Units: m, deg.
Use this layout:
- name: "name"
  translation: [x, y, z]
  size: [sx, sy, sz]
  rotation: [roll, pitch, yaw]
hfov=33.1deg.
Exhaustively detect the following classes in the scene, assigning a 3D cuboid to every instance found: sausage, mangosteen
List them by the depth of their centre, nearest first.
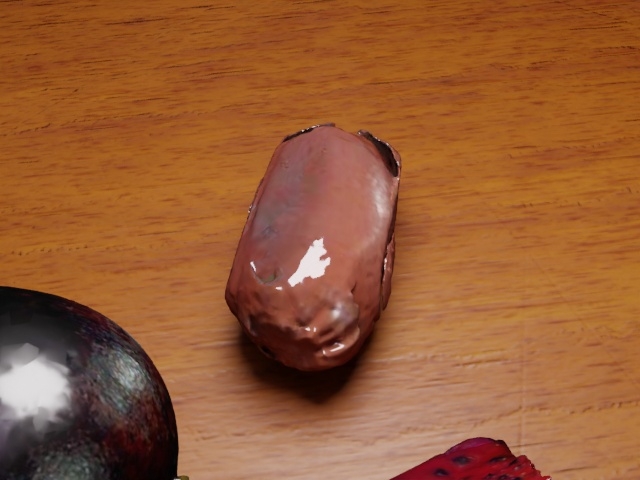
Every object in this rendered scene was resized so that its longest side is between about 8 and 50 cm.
- name: "mangosteen"
  translation: [-0.231, 0.185, 0.809]
  size: [0.300, 0.300, 0.300]
  rotation: [-1, 49, 1]
- name: "sausage"
  translation: [0.000, 0.000, 1.033]
  size: [0.152, 0.152, 0.280]
  rotation: [8, 49, 8]

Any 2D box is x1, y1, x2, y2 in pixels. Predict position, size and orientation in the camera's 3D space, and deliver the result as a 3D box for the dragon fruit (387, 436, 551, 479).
- name: "dragon fruit"
  translation: [0.132, 0.243, 0.786]
  size: [0.302, 0.240, 0.330]
  rotation: [40, 23, -5]
